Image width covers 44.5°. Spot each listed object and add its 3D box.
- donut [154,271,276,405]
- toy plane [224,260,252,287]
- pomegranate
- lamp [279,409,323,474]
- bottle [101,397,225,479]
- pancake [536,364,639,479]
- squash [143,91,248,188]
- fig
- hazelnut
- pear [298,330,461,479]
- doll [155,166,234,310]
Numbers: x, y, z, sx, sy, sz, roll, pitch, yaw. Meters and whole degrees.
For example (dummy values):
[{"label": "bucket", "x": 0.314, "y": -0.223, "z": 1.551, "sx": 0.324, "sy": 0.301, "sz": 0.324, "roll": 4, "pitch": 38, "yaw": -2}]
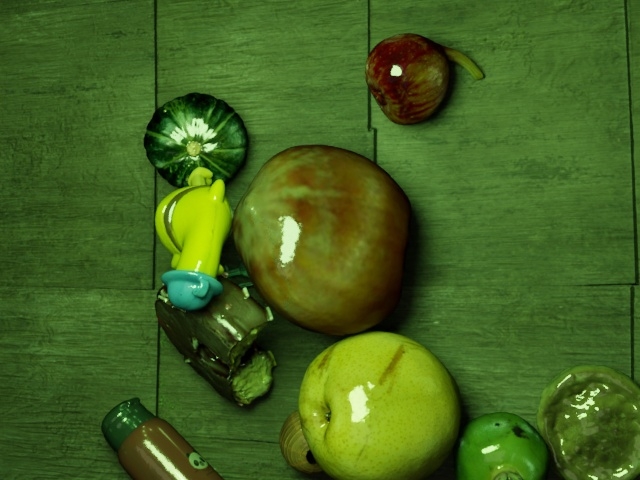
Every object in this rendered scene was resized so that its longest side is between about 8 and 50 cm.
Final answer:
[{"label": "donut", "x": -0.213, "y": 0.179, "z": 1.581, "sx": 0.259, "sy": 0.345, "sz": 0.136, "roll": 37, "pitch": 62, "yaw": 23}, {"label": "toy plane", "x": -0.146, "y": 0.057, "z": 1.679, "sx": 0.235, "sy": 0.060, "sz": 0.096, "roll": -16, "pitch": 98, "yaw": 12}, {"label": "pomegranate", "x": 0.336, "y": 0.421, "z": 1.438, "sx": 0.187, "sy": 0.225, "sz": 0.186, "roll": 1, "pitch": 100, "yaw": 7}, {"label": "lamp", "x": -0.018, "y": 0.408, "z": 1.594, "sx": 0.137, "sy": 0.136, "sz": 0.136, "roll": 0, "pitch": 89, "yaw": 17}, {"label": "bottle", "x": -0.334, "y": 0.483, "z": 1.688, "sx": 0.336, "sy": 0.144, "sz": 0.144, "roll": 43, "pitch": 101, "yaw": 15}, {"label": "pancake", "x": 0.518, "y": 0.355, "z": 1.480, "sx": 0.223, "sy": 0.042, "sz": 0.236, "roll": 24, "pitch": 97, "yaw": 14}, {"label": "squash", "x": -0.261, "y": -0.207, "z": 1.644, "sx": 0.218, "sy": 0.172, "sz": 0.218, "roll": -4, "pitch": 119, "yaw": -8}, {"label": "fig", "x": 0.194, "y": -0.337, "z": 1.533, "sx": 0.207, "sy": 0.175, "sz": 0.175, "roll": -35, "pitch": 80, "yaw": -1}, {"label": "hazelnut", "x": 0.005, "y": 0.004, "z": 1.479, "sx": 0.366, "sy": 0.366, "sz": 0.365, "roll": 0, "pitch": 89, "yaw": 17}, {"label": "pear", "x": 0.109, "y": 0.316, "z": 1.460, "sx": 0.315, "sy": 0.314, "sz": 0.314, "roll": 0, "pitch": 89, "yaw": 17}, {"label": "doll", "x": -0.231, "y": -0.015, "z": 1.451, "sx": 0.145, "sy": 0.363, "sz": 0.199, "roll": 19, "pitch": 118, "yaw": -23}]
